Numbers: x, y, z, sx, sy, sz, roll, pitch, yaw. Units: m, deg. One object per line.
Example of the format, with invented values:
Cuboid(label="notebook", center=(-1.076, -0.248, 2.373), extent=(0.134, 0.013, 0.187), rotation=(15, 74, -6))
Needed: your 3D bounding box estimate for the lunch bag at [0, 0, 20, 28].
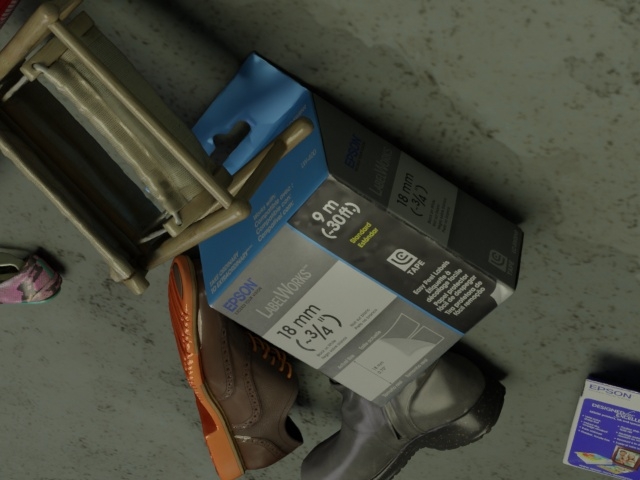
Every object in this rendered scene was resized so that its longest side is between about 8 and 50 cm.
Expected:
Cuboid(label="lunch bag", center=(-0.379, -0.186, 1.394), extent=(0.120, 0.258, 0.293), rotation=(37, 145, -17))

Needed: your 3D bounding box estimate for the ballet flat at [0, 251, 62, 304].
Cuboid(label="ballet flat", center=(-0.428, 0.052, 1.940), extent=(0.221, 0.077, 0.079), rotation=(-12, 117, 33))

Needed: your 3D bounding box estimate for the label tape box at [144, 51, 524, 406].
Cuboid(label="label tape box", center=(0.000, 0.000, 1.539), extent=(0.333, 0.106, 0.240), rotation=(32, 131, -14))

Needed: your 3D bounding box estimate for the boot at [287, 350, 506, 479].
Cuboid(label="boot", center=(0.039, 0.182, 1.837), extent=(0.222, 0.118, 0.338), rotation=(39, 129, -20))

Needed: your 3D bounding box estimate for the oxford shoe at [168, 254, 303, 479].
Cuboid(label="oxford shoe", center=(-0.103, 0.146, 1.877), extent=(0.132, 0.130, 0.364), rotation=(-16, 135, -4))

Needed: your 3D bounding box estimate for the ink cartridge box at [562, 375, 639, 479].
Cuboid(label="ink cartridge box", center=(0.395, 0.221, 1.743), extent=(0.206, 0.045, 0.208), rotation=(15, 147, 10))

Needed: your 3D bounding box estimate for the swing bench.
Cuboid(label="swing bench", center=(-0.192, -0.101, 1.419), extent=(0.253, 0.165, 0.254), rotation=(46, 133, -10))
